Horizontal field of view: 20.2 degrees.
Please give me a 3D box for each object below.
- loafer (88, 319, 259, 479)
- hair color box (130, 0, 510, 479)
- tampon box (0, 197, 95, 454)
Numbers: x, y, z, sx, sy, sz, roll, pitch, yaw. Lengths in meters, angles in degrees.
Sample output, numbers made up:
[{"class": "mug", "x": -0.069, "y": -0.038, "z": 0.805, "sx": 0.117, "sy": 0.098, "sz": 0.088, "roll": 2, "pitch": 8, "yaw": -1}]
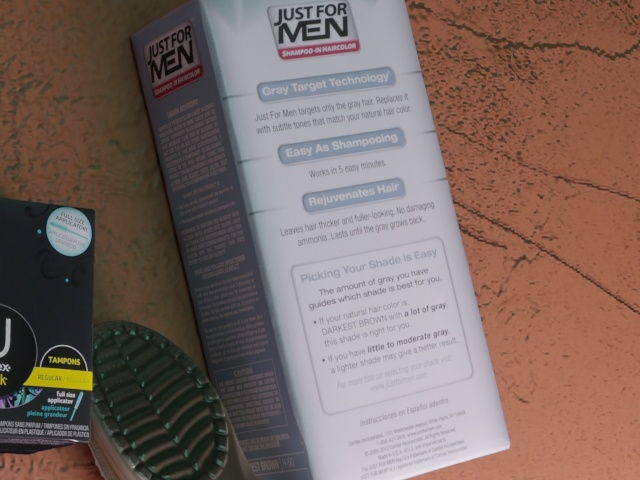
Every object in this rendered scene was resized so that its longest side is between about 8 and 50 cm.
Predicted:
[{"class": "loafer", "x": -0.098, "y": 0.181, "z": 1.278, "sx": 0.102, "sy": 0.092, "sz": 0.268, "roll": -28, "pitch": 79, "yaw": -39}, {"class": "hair color box", "x": 0.000, "y": 0.000, "z": 1.364, "sx": 0.185, "sy": 0.113, "sz": 0.374, "roll": -11, "pitch": 87, "yaw": -35}, {"class": "tampon box", "x": -0.226, "y": 0.058, "z": 1.209, "sx": 0.120, "sy": 0.101, "sz": 0.161, "roll": 7, "pitch": 76, "yaw": -33}]
